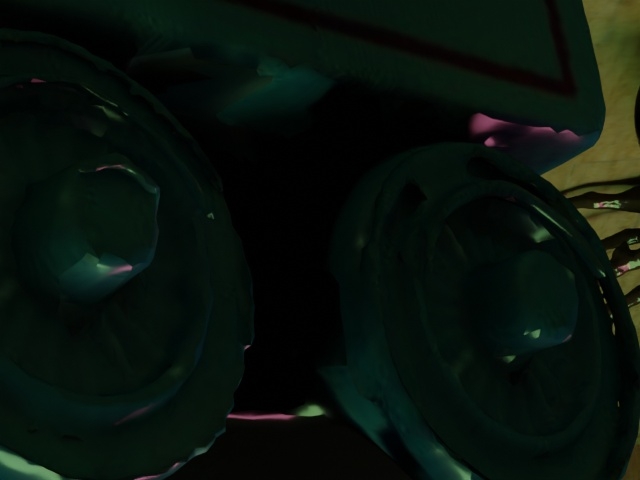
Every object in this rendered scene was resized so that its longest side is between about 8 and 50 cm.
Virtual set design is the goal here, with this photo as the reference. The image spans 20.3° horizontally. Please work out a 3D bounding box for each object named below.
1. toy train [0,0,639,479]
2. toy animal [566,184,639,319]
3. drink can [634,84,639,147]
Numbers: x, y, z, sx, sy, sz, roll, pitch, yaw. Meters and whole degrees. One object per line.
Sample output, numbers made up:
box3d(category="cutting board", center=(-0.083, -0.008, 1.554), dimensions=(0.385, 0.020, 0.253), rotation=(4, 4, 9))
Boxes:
box3d(category="toy train", center=(-0.057, -0.031, 0.493), dimensions=(0.300, 0.265, 0.188), rotation=(9, 153, -42))
box3d(category="toy animal", center=(0.274, 0.013, 1.244), dimensions=(0.186, 0.093, 0.214), rotation=(-17, 156, 19))
box3d(category="drink can", center=(0.231, -0.041, 0.964), dimensions=(0.097, 0.097, 0.235), rotation=(-8, 167, 16))
